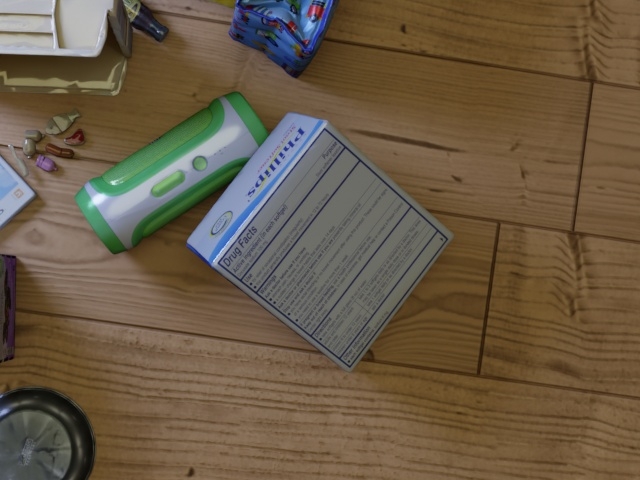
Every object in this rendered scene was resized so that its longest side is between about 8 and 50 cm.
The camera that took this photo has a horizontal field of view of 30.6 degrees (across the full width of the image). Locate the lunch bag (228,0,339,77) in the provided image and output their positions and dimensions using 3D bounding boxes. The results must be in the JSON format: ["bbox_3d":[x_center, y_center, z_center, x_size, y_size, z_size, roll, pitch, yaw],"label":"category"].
[{"bbox_3d":[-0.004,-0.417,1.770,0.138,0.221,0.293,32,84,-5],"label":"lunch bag"}]

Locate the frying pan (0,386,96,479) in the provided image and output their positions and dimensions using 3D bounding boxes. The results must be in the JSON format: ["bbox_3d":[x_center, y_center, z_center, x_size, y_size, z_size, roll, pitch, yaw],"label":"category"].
[{"bbox_3d":[-0.494,0.282,1.795,0.326,0.053,0.197,42,85,-4],"label":"frying pan"}]

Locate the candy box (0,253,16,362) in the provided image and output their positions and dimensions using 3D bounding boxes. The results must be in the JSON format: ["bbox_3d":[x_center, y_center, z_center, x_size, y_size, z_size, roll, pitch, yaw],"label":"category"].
[{"bbox_3d":[-0.503,0.100,1.725,0.070,0.196,0.164,1,88,-4],"label":"candy box"}]

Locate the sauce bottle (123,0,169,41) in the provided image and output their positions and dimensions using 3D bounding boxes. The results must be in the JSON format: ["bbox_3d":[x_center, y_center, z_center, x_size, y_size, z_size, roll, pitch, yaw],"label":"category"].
[{"bbox_3d":[-0.295,-0.362,1.838,0.128,0.042,0.042,36,86,0],"label":"sauce bottle"}]

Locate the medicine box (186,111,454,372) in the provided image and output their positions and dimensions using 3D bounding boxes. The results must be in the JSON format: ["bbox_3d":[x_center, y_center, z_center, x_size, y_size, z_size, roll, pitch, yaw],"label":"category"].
[{"bbox_3d":[0.000,0.000,1.742,0.289,0.149,0.263,40,85,-24],"label":"medicine box"}]

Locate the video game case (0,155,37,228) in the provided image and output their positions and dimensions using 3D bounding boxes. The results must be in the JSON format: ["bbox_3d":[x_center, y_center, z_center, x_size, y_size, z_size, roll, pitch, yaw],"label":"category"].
[{"bbox_3d":[-0.584,-0.083,1.815,0.193,0.023,0.212,-43,90,-5],"label":"video game case"}]

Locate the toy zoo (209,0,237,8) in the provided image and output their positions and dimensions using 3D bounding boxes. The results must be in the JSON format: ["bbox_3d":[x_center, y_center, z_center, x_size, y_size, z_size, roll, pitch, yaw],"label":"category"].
[{"bbox_3d":[-0.171,-0.463,1.768,0.293,0.030,0.192,8,110,-43],"label":"toy zoo"}]

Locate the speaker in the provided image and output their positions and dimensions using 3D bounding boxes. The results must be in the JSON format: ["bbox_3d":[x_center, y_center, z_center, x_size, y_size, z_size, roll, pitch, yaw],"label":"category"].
[{"bbox_3d":[-0.221,-0.104,1.784,0.296,0.131,0.131,-34,90,-5],"label":"speaker"}]

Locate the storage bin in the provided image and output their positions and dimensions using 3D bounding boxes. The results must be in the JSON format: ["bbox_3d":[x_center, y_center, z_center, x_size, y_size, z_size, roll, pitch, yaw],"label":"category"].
[{"bbox_3d":[-0.419,-0.300,1.718,0.260,0.262,0.123,2,85,-4],"label":"storage bin"}]

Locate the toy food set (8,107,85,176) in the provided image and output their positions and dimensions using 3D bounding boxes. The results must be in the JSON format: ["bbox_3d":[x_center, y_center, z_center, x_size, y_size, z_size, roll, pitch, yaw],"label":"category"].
[{"bbox_3d":[-0.421,-0.149,1.833,0.122,0.019,0.078,-27,90,-12],"label":"toy food set"}]
